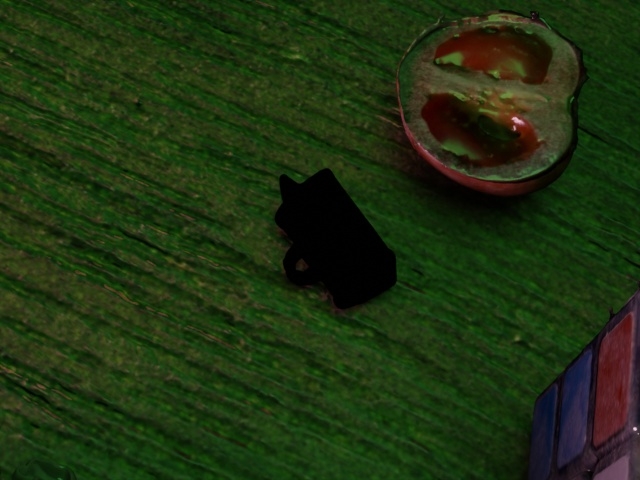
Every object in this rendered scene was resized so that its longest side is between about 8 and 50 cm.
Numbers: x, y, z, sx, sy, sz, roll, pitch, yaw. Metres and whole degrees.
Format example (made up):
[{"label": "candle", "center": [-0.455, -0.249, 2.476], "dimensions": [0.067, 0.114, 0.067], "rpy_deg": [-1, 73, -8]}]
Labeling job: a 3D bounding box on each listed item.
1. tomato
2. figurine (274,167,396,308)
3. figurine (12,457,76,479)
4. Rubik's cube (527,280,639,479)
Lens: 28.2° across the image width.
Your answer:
[{"label": "tomato", "center": [0.175, -0.133, 1.359], "dimensions": [0.199, 0.112, 0.228], "rpy_deg": [15, 59, 8]}, {"label": "figurine", "center": [-0.001, -0.001, 1.280], "dimensions": [0.098, 0.082, 0.154], "rpy_deg": [-36, 70, -6]}, {"label": "figurine", "center": [-0.299, 0.237, 1.006], "dimensions": [0.308, 0.308, 0.143], "rpy_deg": [26, 98, 6]}, {"label": "Rubik's cube", "center": [0.355, 0.266, 0.992], "dimensions": [0.359, 0.362, 0.363], "rpy_deg": [11, 67, 1]}]
